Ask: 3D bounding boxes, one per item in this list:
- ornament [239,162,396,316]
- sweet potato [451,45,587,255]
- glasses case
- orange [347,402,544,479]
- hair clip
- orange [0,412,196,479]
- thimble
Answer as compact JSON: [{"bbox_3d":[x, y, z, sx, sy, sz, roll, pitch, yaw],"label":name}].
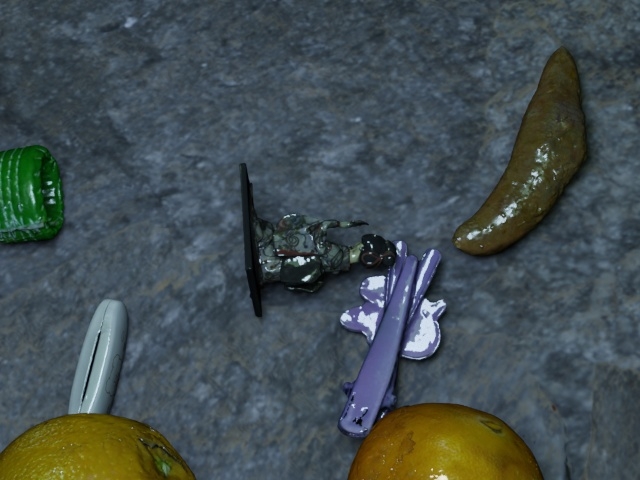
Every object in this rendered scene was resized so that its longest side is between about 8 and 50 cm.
[{"bbox_3d":[0.000,0.000,1.453,0.196,0.166,0.153,-3,64,0],"label":"ornament"},{"bbox_3d":[0.300,-0.116,1.512,0.114,0.092,0.341,21,73,26],"label":"sweet potato"},{"bbox_3d":[-0.290,0.171,1.453,0.049,0.074,0.193,8,73,8],"label":"glasses case"},{"bbox_3d":[0.148,0.307,1.310,0.240,0.240,0.239,-1,73,2],"label":"orange"},{"bbox_3d":[0.081,0.136,1.451,0.137,0.090,0.278,13,66,20],"label":"hair clip"},{"bbox_3d":[-0.272,0.332,1.302,0.274,0.274,0.274,-1,73,2],"label":"orange"},{"bbox_3d":[-0.403,-0.059,1.509,0.090,0.118,0.130,-7,54,4],"label":"thimble"}]
